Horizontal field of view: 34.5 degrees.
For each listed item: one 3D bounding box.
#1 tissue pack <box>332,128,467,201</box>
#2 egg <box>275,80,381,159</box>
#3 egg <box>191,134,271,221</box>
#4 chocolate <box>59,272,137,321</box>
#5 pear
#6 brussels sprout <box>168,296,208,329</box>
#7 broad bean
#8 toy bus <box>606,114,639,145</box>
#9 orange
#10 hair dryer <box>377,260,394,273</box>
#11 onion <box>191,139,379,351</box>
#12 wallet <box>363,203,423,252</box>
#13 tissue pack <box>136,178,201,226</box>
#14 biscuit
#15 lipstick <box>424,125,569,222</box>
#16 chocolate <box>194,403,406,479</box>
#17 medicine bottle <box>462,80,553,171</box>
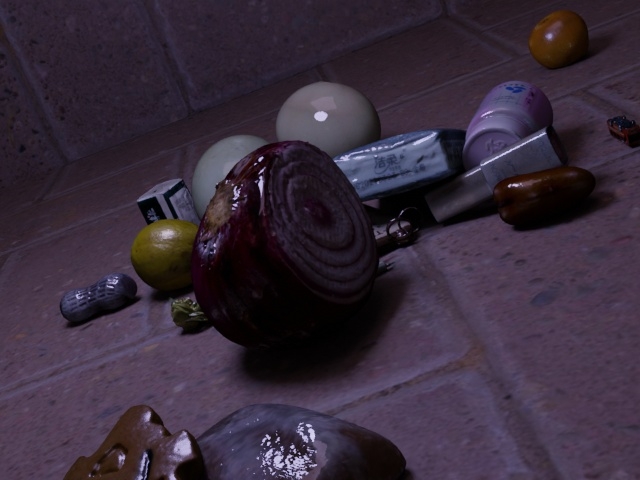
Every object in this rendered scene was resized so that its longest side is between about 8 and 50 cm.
[{"bbox_3d":[0.163,-0.146,1.980,0.228,0.103,0.316,-16,1,19],"label":"tissue pack"},{"bbox_3d":[0.018,-0.257,2.375,0.269,0.219,0.219,22,44,39],"label":"egg"},{"bbox_3d":[-0.161,-0.096,2.141,0.218,0.218,0.295,-18,33,9],"label":"egg"},{"bbox_3d":[-0.453,0.116,2.099,0.167,0.072,0.072,-22,19,5],"label":"chocolate"},{"bbox_3d":[-0.297,0.028,2.056,0.162,0.149,0.149,-10,22,24],"label":"pear"},{"bbox_3d":[-0.230,0.132,1.846,0.085,0.058,0.085,2,-6,0],"label":"brussels sprout"},{"bbox_3d":[0.377,-0.080,1.723,0.165,0.084,0.114,-17,10,-5],"label":"broad bean"},{"bbox_3d":[0.566,-0.205,1.919,0.031,0.043,0.110,-17,18,2],"label":"toy bus"},{"bbox_3d":[0.595,-0.497,2.561,0.155,0.134,0.154,-42,9,9],"label":"orange"},{"bbox_3d":[0.069,0.056,1.765,0.124,0.038,0.063,-21,18,-17],"label":"hair dryer"},{"bbox_3d":[-0.071,0.024,1.640,0.260,0.282,0.336,-36,45,36],"label":"onion"},{"bbox_3d":[0.001,0.003,1.917,0.335,0.068,0.275,-23,19,-11],"label":"wallet"},{"bbox_3d":[-0.309,-0.038,2.204,0.090,0.170,0.103,-12,20,29],"label":"tissue pack"},{"bbox_3d":[-0.272,0.337,1.247,0.301,0.043,0.278,-38,33,-1],"label":"biscuit"},{"bbox_3d":[0.309,-0.112,1.824,0.253,0.079,0.077,-28,2,26],"label":"lipstick"},{"bbox_3d":[-0.056,0.264,1.250,0.185,0.100,0.303,-38,22,-32],"label":"chocolate"},{"bbox_3d":[0.356,-0.200,1.963,0.152,0.152,0.254,-12,20,26],"label":"medicine bottle"}]
